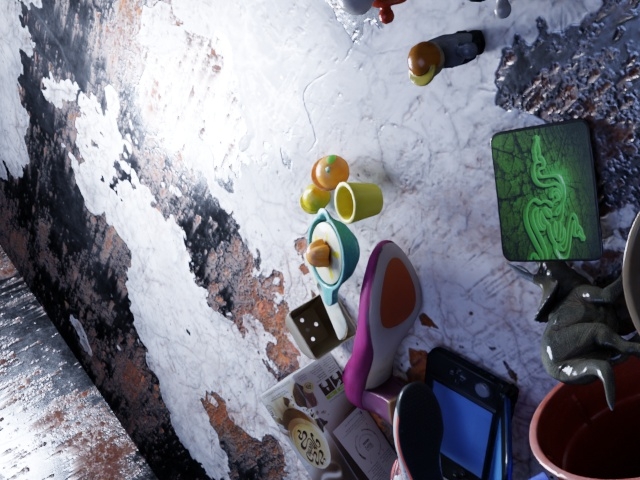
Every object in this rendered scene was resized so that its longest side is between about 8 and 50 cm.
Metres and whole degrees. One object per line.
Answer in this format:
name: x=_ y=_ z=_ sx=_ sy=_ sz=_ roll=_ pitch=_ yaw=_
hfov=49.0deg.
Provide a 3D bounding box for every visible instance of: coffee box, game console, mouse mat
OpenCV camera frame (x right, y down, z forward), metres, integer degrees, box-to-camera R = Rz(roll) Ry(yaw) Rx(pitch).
coffee box: x=0.021 y=0.411 z=1.505 sx=0.297 sy=0.119 sz=0.168 roll=56 pitch=140 yaw=7
game console: x=0.238 y=0.377 z=1.205 sx=0.250 sy=0.173 sz=0.293 roll=26 pitch=129 yaw=35
mouse mat: x=0.306 y=-0.064 z=0.962 sx=0.153 sy=0.007 sz=0.189 roll=-3 pitch=97 yaw=48

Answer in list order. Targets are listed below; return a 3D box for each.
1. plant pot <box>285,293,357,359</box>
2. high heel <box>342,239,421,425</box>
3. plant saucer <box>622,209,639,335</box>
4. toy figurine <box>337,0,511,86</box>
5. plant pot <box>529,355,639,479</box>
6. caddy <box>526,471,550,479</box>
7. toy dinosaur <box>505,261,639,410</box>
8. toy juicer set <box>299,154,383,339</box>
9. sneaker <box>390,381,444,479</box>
plant pot: x=-0.011 y=0.174 z=1.414 sx=0.109 sy=0.109 sz=0.096 roll=59 pitch=153 yaw=2
high heel: x=0.083 y=0.159 z=1.292 sx=0.181 sy=0.127 sz=0.377 roll=26 pitch=124 yaw=49
plant saucer: x=0.455 y=0.036 z=0.727 sx=0.278 sy=0.041 sz=0.277 roll=-4 pitch=84 yaw=50
toy figurine: x=0.143 y=-0.332 z=0.897 sx=0.209 sy=0.148 sz=0.213 roll=53 pitch=140 yaw=11
plant pot: x=0.449 y=0.315 z=0.886 sx=0.272 sy=0.272 sz=0.265 roll=-15 pitch=109 yaw=51
caddy: x=0.312 y=0.477 z=0.921 sx=0.341 sy=0.179 sz=0.241 roll=55 pitch=-177 yaw=17
toy dinosaur: x=0.348 y=0.126 z=0.911 sx=0.160 sy=0.313 sz=0.121 roll=-27 pitch=119 yaw=29
toy juicer set: x=0.000 y=0.000 z=1.258 sx=0.209 sy=0.090 sz=0.328 roll=53 pitch=143 yaw=43
sneaker: x=0.164 y=0.384 z=1.262 sx=0.145 sy=0.090 sz=0.269 roll=163 pitch=96 yaw=-74
